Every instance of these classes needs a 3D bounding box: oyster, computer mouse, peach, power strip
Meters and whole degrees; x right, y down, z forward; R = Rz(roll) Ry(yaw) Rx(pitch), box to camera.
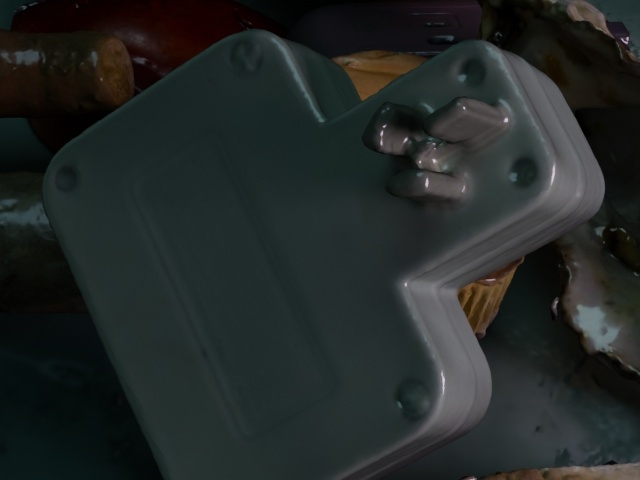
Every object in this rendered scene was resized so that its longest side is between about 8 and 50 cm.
[{"bbox_3d":[0.185,-0.031,0.974,0.110,0.166,0.341,10,33,-39],"label":"oyster"},{"bbox_3d":[0.092,-0.120,1.119,0.232,0.057,0.120,-2,35,-9],"label":"computer mouse"},{"bbox_3d":[-0.115,-0.127,1.131,0.279,0.068,0.189,29,51,27],"label":"peach"},{"bbox_3d":[0.000,0.000,0.832,0.261,0.141,0.229,-30,75,20],"label":"power strip"}]

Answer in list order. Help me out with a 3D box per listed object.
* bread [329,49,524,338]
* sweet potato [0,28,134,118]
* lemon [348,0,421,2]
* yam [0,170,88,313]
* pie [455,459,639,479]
[{"bbox_3d":[0.042,-0.018,0.988,0.132,0.114,0.190,-2,53,-14],"label":"bread"},{"bbox_3d":[-0.312,-0.091,1.041,0.385,0.109,0.109,-13,45,5],"label":"sweet potato"},{"bbox_3d":[0.044,-0.297,1.171,0.253,0.253,0.310,0,29,1],"label":"lemon"},{"bbox_3d":[-0.233,0.002,0.988,0.259,0.093,0.093,0,45,2],"label":"yam"},{"bbox_3d":[0.126,0.188,0.819,0.218,0.052,0.185,-5,43,-6],"label":"pie"}]
